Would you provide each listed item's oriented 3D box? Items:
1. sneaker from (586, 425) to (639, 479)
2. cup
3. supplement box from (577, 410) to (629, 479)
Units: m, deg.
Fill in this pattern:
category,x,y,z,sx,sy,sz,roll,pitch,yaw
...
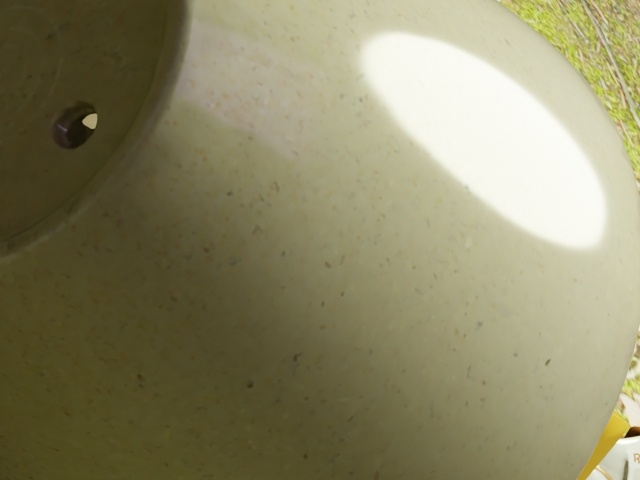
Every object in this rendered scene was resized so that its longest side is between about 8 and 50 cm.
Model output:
category,x,y,z,sx,sy,sz,roll,pitch,yaw
sneaker,0.173,0.192,1.110,0.106,0.123,0.290,-8,69,-59
cup,-0.064,-0.016,0.725,0.237,0.331,0.331,40,31,-51
supplement box,0.022,0.061,0.945,0.191,0.129,0.194,34,8,-31
